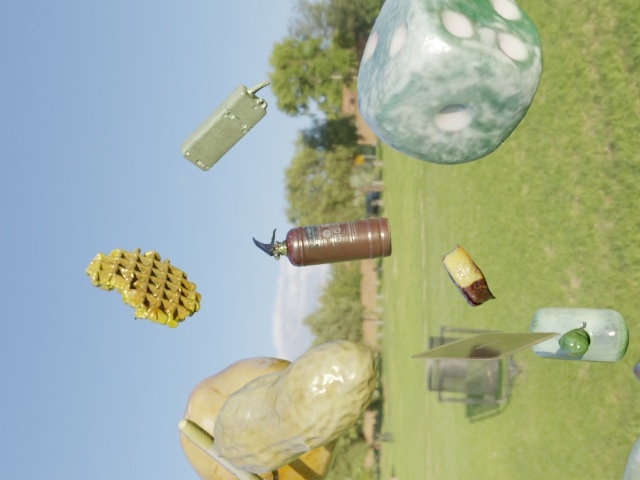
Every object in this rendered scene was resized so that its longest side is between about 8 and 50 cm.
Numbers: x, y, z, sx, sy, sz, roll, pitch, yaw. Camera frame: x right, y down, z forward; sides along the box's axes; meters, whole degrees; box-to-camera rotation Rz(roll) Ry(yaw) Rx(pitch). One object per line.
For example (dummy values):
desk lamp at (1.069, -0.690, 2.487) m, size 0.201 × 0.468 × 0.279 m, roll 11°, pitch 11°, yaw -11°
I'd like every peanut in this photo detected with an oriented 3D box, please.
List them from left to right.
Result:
peanut at (-0.037, 0.242, 1.097) m, size 0.313 × 0.149 × 0.149 m, roll -40°, pitch 31°, yaw 40°

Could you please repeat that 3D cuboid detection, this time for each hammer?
hammer at (0.525, 0.197, 1.548) m, size 0.335 × 0.206 × 0.119 m, roll 12°, pitch -103°, yaw -68°

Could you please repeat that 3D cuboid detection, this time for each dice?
dice at (0.291, -0.407, 1.758) m, size 0.330 × 0.328 × 0.348 m, roll 126°, pitch 154°, yaw -49°

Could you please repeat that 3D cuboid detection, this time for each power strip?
power strip at (-0.225, -0.296, 1.882) m, size 0.093 × 0.288 × 0.053 m, roll 37°, pitch -159°, yaw -33°

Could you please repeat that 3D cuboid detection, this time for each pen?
pen at (-0.178, 0.393, 1.378) m, size 0.233 × 0.032 × 0.040 m, roll 48°, pitch 180°, yaw -28°

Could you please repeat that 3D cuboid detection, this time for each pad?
pad at (0.293, 0.183, 1.320) m, size 0.266 × 0.176 × 0.002 m, roll -6°, pitch -90°, yaw -50°

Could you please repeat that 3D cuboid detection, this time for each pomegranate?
pomegranate at (-0.144, 0.489, 1.890) m, size 0.411 × 0.411 × 0.411 m, roll 3°, pitch -90°, yaw -85°

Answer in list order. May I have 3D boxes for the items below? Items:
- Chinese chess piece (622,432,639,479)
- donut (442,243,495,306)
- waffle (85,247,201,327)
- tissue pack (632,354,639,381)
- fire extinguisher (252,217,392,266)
Chinese chess piece at (0.463, 0.311, 0.746) m, size 0.146 × 0.349 × 0.349 m, roll -37°, pitch 40°, yaw 52°
donut at (0.306, 0.076, 1.575) m, size 0.140 × 0.059 × 0.140 m, roll 57°, pitch -176°, yaw -7°
waffle at (-0.397, 0.106, 1.718) m, size 0.253 × 0.249 × 0.056 m, roll 48°, pitch 122°, yaw 35°
tissue pack at (0.939, 0.332, 1.797) m, size 0.277 × 0.267 × 0.387 m, roll -49°, pitch -4°, yaw 12°
fire extinguisher at (0.000, 0.000, 1.891) m, size 0.138 × 0.344 × 0.102 m, roll -97°, pitch 1°, yaw -52°
